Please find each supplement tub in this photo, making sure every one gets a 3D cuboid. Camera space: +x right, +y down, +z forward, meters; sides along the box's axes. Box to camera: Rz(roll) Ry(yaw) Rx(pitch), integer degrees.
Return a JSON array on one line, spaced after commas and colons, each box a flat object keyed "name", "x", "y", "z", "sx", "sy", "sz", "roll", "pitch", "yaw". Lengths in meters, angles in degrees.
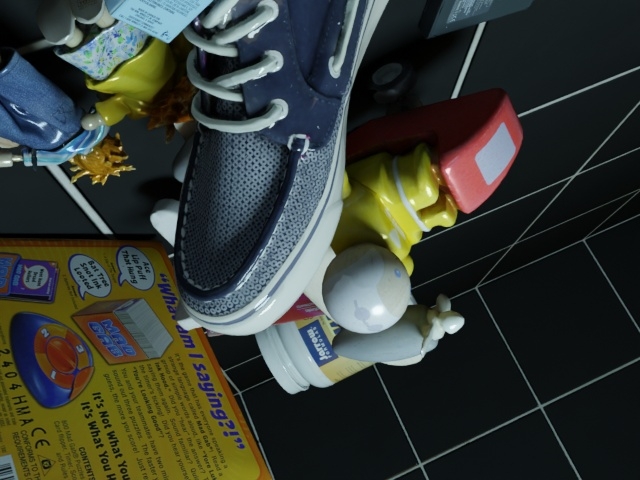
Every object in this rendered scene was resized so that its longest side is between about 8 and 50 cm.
[{"name": "supplement tub", "x": 0.040, "y": 0.167, "z": 1.339, "sx": 0.316, "sy": 0.228, "sz": 0.228, "roll": -28, "pitch": 162, "yaw": 7}]

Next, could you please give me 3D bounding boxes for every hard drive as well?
[{"name": "hard drive", "x": 0.175, "y": -0.262, "z": 0.659, "sx": 0.135, "sy": 0.022, "sz": 0.094, "roll": -20, "pitch": 161, "yaw": -15}]

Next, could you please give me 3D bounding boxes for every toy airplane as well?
[{"name": "toy airplane", "x": 0.000, "y": 0.000, "z": 0.685, "sx": 0.385, "sy": 0.272, "sz": 0.385, "roll": 5, "pitch": 125, "yaw": -19}]

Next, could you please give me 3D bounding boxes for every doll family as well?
[{"name": "doll family", "x": -0.178, "y": -0.106, "z": 0.469, "sx": 0.262, "sy": 0.119, "sz": 0.163, "roll": -28, "pitch": 162, "yaw": 8}]

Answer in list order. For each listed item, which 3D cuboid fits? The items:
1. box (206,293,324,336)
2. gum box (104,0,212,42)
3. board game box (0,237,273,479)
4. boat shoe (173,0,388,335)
[{"name": "box", "x": -0.049, "y": 0.058, "z": 0.961, "sx": 0.256, "sy": 0.123, "sz": 0.128, "roll": -14, "pitch": 178, "yaw": 28}, {"name": "gum box", "x": -0.047, "y": -0.212, "z": 0.288, "sx": 0.184, "sy": 0.157, "sz": 0.041, "roll": -33, "pitch": 160, "yaw": 24}, {"name": "board game box", "x": -0.351, "y": 0.242, "z": 0.746, "sx": 0.356, "sy": 0.357, "sz": 0.356, "roll": 1, "pitch": 141, "yaw": -50}, {"name": "boat shoe", "x": -0.049, "y": -0.114, "z": 0.397, "sx": 0.127, "sy": 0.341, "sz": 0.158, "roll": 12, "pitch": 173, "yaw": 29}]
